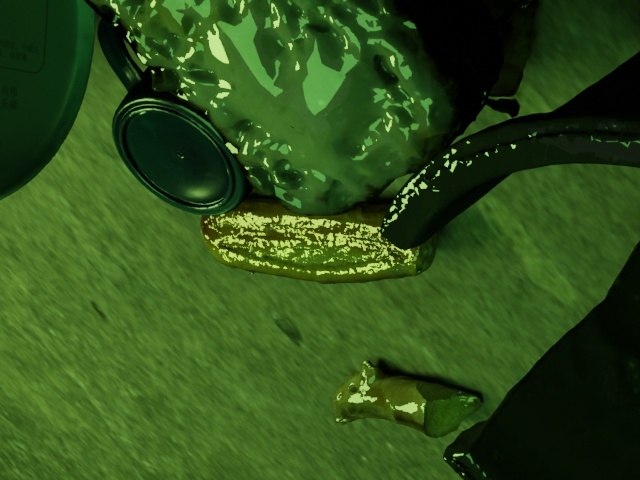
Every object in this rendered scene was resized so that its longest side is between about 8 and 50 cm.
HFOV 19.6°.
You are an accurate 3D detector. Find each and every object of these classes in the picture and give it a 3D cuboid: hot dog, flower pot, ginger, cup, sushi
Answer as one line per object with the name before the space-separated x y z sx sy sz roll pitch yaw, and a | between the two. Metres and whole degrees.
hot dog | 0.000 0.000 1.421 0.215 0.047 0.066 1 95 36
flower pot | 0.253 0.015 1.070 0.379 0.251 0.379 22 139 20
ginger | 0.065 0.133 1.522 0.137 0.044 0.057 7 153 35
cup | -0.081 -0.107 1.292 0.150 0.138 0.113 27 142 11
sushi | -0.014 -0.169 1.147 0.343 0.182 0.196 44 138 -12

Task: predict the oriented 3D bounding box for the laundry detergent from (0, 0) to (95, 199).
laundry detergent | -0.368 -0.159 1.337 0.305 0.287 0.287 0 130 37
